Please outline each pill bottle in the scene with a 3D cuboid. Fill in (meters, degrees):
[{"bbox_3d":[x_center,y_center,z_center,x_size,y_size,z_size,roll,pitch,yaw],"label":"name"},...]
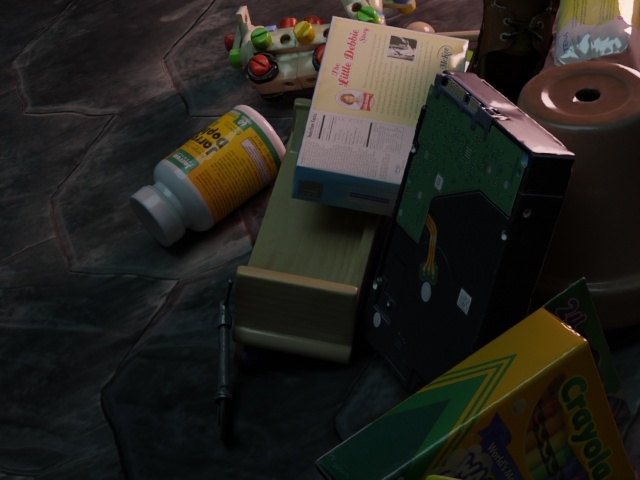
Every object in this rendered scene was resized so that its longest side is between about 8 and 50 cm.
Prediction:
[{"bbox_3d":[-0.157,-0.086,2.195,0.208,0.117,0.117,-38,37,-17],"label":"pill bottle"}]

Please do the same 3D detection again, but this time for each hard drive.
[{"bbox_3d":[0.153,0.012,1.723,0.064,0.339,0.237,2,25,-26],"label":"hard drive"}]

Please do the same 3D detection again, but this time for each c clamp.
[{"bbox_3d":[-0.114,0.146,1.844,0.022,0.137,0.160,2,62,-6],"label":"c clamp"}]

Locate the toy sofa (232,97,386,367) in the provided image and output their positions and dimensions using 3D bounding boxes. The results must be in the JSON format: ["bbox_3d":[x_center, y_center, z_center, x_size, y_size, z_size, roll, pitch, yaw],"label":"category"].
[{"bbox_3d":[0.000,0.000,1.992,0.150,0.177,0.362,10,43,6],"label":"toy sofa"}]

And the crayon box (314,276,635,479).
[{"bbox_3d":[0.176,0.209,1.536,0.323,0.203,0.083,-34,36,-12],"label":"crayon box"}]

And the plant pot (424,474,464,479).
[{"bbox_3d":[0.174,0.359,1.337,0.227,0.228,0.207,8,53,37],"label":"plant pot"}]

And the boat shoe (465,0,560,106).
[{"bbox_3d":[0.258,-0.270,2.047,0.111,0.307,0.104,3,33,-6],"label":"boat shoe"}]

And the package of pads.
[{"bbox_3d":[0.369,-0.228,1.963,0.101,0.229,0.296,-10,38,21],"label":"package of pads"}]

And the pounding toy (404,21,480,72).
[{"bbox_3d":[0.154,-0.258,2.236,0.183,0.110,0.237,-2,41,29],"label":"pounding toy"}]

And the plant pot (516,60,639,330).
[{"bbox_3d":[0.295,-0.065,1.752,0.263,0.229,0.263,-6,36,4],"label":"plant pot"}]

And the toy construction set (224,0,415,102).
[{"bbox_3d":[-0.016,-0.318,2.382,0.328,0.151,0.215,-14,60,28],"label":"toy construction set"}]

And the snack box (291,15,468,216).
[{"bbox_3d":[0.080,-0.159,1.998,0.187,0.060,0.322,11,43,2],"label":"snack box"}]
